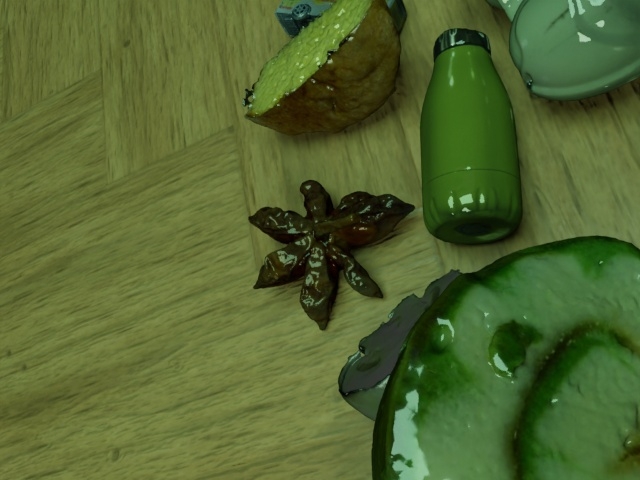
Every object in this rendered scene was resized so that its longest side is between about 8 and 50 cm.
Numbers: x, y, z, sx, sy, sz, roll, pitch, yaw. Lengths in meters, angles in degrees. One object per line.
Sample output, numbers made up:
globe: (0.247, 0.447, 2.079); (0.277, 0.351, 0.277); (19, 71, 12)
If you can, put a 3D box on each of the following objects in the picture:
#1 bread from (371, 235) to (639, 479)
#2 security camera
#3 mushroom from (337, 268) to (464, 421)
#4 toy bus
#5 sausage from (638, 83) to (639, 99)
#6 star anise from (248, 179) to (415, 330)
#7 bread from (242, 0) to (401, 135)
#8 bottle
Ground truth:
bread: (0.233, 0.188, 0.570); (0.382, 0.129, 0.366); (32, 66, 8)
security camera: (0.282, -0.293, 0.780); (0.191, 0.197, 0.277); (-29, 66, 25)
mushroom: (0.114, 0.131, 0.741); (0.188, 0.141, 0.117); (-39, 89, -4)
toy bus: (0.028, -0.330, 0.994); (0.191, 0.064, 0.075); (16, 74, 31)
sausage: (0.464, -0.176, 0.682); (0.259, 0.113, 0.113); (-28, 61, 16)
star anise: (-0.001, -0.002, 0.865); (0.212, 0.111, 0.196); (-52, 50, 9)
bread: (0.023, -0.221, 0.911); (0.260, 0.134, 0.129); (-24, 44, 43)
bottle: (0.174, -0.131, 0.812); (0.112, 0.112, 0.260); (-9, 67, 24)
